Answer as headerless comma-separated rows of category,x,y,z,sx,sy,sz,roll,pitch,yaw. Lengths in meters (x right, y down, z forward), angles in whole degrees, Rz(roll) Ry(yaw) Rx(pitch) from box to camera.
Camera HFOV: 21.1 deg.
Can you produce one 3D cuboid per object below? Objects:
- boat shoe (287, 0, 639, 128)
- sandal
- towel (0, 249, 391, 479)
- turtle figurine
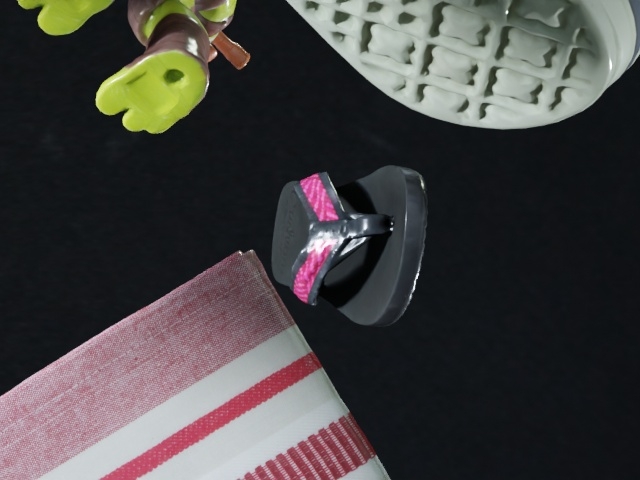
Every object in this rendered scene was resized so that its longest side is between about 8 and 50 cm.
boat shoe,-0.028,-0.247,0.590,0.500,0.186,0.156,45,-125,-33
sandal,0.000,0.000,0.750,0.040,0.179,0.067,9,-92,-21
towel,-0.063,0.203,1.132,0.237,0.037,0.329,-31,-92,-1
turtle figurine,-0.081,-0.156,0.893,0.217,0.087,0.269,-85,-21,-48
